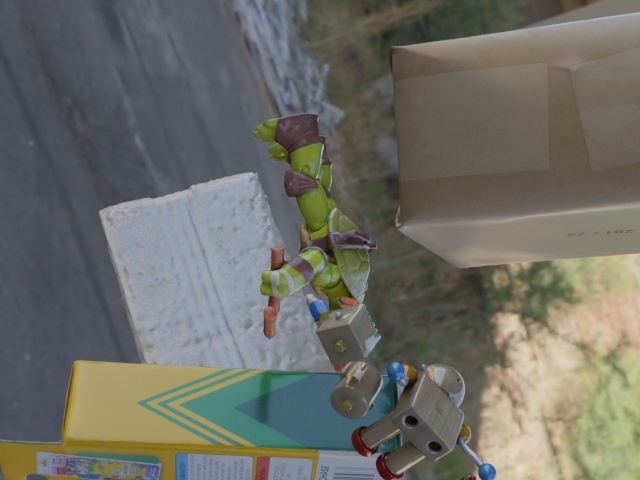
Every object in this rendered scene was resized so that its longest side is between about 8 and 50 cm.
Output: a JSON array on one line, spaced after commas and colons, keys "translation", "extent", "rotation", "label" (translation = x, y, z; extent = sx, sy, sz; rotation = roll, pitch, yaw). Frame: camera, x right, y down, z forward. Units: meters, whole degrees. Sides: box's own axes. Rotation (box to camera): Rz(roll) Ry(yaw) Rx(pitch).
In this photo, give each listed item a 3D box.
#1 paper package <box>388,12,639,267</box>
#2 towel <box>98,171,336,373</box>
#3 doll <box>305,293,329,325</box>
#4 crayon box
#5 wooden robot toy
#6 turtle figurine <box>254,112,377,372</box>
[{"translation": [0.252, -0.080, 1.045], "extent": [0.309, 0.325, 0.168], "rotation": [28, 58, -70], "label": "paper package"}, {"translation": [-0.111, 0.062, 1.179], "extent": [0.049, 0.187, 0.282], "rotation": [98, -26, -59], "label": "towel"}, {"translation": [-0.025, 0.126, 1.397], "extent": [0.046, 0.189, 0.129], "rotation": [39, 54, -36], "label": "doll"}, {"translation": [-0.103, 0.194, 0.977], "extent": [0.203, 0.323, 0.083], "rotation": [98, -7, -52], "label": "crayon box"}, {"translation": [0.063, 0.110, 0.767], "extent": [0.173, 0.076, 0.079], "rotation": [49, 36, -8], "label": "wooden robot toy"}, {"translation": [0.000, 0.000, 0.992], "extent": [0.269, 0.087, 0.217], "rotation": [19, 55, -67], "label": "turtle figurine"}]
